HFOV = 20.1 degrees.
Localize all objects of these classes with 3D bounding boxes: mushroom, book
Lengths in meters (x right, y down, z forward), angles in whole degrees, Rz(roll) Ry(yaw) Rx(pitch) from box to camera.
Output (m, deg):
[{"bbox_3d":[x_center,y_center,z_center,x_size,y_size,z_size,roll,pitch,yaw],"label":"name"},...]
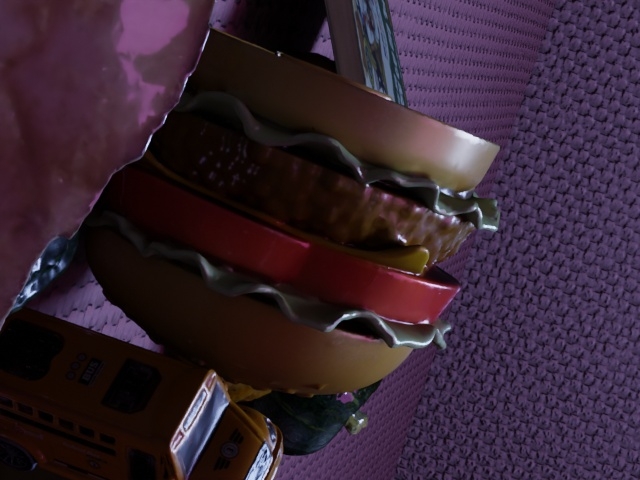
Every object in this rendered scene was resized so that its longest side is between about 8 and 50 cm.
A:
[{"bbox_3d":[-0.167,-0.095,0.678,0.195,0.189,0.253,20,-100,58],"label":"mushroom"},{"bbox_3d":[0.035,-0.181,1.511,0.264,0.027,0.202,48,31,-73],"label":"book"}]

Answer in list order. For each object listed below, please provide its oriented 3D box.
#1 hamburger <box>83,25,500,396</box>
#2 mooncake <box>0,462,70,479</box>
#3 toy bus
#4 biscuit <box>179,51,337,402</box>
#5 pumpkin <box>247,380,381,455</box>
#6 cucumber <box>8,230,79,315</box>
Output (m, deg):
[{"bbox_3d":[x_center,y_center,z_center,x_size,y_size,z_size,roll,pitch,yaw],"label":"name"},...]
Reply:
[{"bbox_3d":[-0.028,-0.011,1.185,0.212,0.274,0.274,-67,168,5],"label":"hamburger"},{"bbox_3d":[-0.169,0.219,1.295,0.235,0.117,0.235,18,90,-76],"label":"mooncake"},{"bbox_3d":[-0.123,0.110,1.124,0.088,0.194,0.083,89,23,-51],"label":"toy bus"},{"bbox_3d":[-0.030,-0.004,1.592,0.326,0.107,0.325,17,90,-80],"label":"biscuit"},{"bbox_3d":[-0.002,0.147,1.875,0.167,0.125,0.167,22,90,-79],"label":"pumpkin"},{"bbox_3d":[-0.198,0.025,0.944,0.265,0.077,0.077,-42,149,-69],"label":"cucumber"}]
